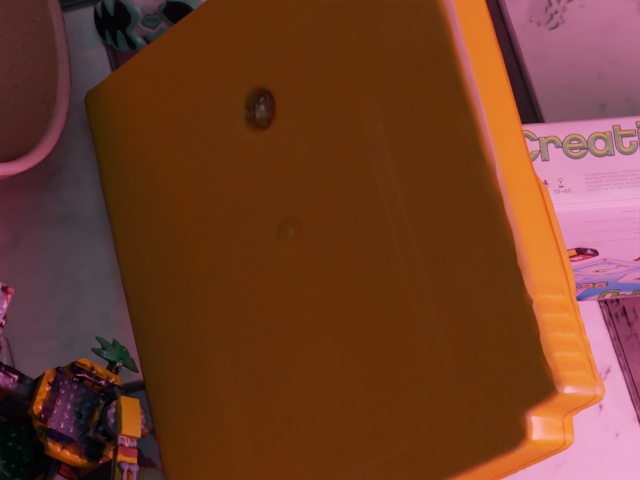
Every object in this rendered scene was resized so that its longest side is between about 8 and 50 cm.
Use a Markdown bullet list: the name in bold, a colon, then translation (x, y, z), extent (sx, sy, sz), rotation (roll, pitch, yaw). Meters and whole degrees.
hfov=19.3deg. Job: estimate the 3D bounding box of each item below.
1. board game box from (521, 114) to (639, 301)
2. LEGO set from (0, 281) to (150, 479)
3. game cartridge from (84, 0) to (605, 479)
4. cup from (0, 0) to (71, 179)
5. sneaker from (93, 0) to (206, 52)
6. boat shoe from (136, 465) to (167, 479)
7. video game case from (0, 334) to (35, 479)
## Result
- **board game box**: translation (0.238, -0.020, 1.074), extent (0.305, 0.193, 0.053), rotation (-5, 73, -5)
- **LEGO set**: translation (-0.199, 0.137, 0.932), extent (0.255, 0.192, 0.331), rotation (38, 54, -16)
- **game cartridge**: translation (0.000, 0.000, 1.027), extent (0.053, 0.285, 0.323), rotation (6, 62, -46)
- **cup**: translation (-0.332, -0.140, 1.047), extent (0.237, 0.331, 0.331), rotation (-25, 73, 18)
- **sneaker**: translation (-0.089, -0.141, 1.178), extent (0.098, 0.069, 0.038), rotation (8, 111, 38)
- **boat shoe**: translation (-0.103, 0.201, 1.060), extent (0.048, 0.056, 0.153), rotation (11, 61, -9)
- **video game case**: translation (-0.244, 0.164, 1.080), extent (0.173, 0.022, 0.190), rotation (-14, 73, -7)
